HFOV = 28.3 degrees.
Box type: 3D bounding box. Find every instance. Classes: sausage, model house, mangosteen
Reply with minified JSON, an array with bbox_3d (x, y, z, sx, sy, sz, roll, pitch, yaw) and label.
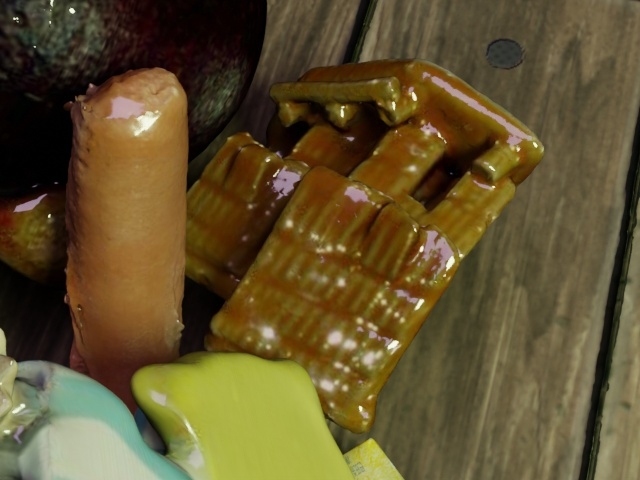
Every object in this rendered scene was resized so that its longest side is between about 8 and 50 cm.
[{"bbox_3d":[-0.125,0.036,0.812,0.079,0.326,0.087,10,34,4],"label":"sausage"},{"bbox_3d":[0.001,-0.001,0.866,0.199,0.219,0.229,33,57,8],"label":"model house"},{"bbox_3d":[-0.240,-0.141,0.889,0.382,0.382,0.435,27,85,19],"label":"mangosteen"}]

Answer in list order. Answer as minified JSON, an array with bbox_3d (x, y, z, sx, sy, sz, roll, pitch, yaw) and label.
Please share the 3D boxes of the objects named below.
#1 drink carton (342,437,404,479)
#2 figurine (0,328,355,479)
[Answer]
[{"bbox_3d":[0.058,0.228,0.802,0.084,0.074,0.200,-27,62,-10],"label":"drink carton"},{"bbox_3d":[-0.179,0.225,0.688,0.378,0.361,0.266,-28,58,19],"label":"figurine"}]
